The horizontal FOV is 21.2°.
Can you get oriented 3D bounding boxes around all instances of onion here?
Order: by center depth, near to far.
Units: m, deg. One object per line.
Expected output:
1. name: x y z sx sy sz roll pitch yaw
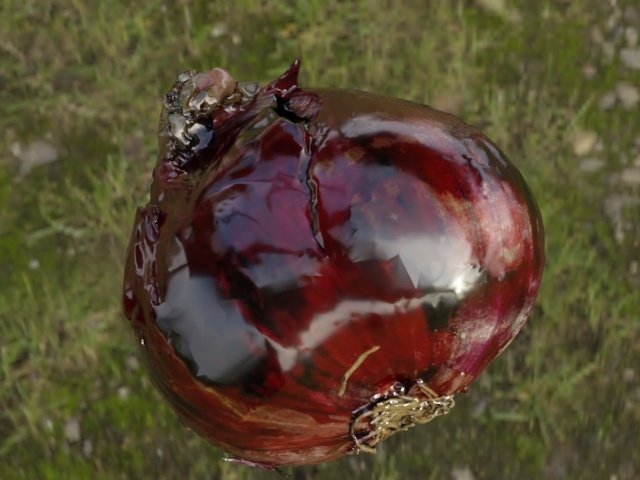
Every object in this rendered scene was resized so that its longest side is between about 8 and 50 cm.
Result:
1. onion: 0.008 0.018 1.056 0.221 0.281 0.281 -1 41 -49
